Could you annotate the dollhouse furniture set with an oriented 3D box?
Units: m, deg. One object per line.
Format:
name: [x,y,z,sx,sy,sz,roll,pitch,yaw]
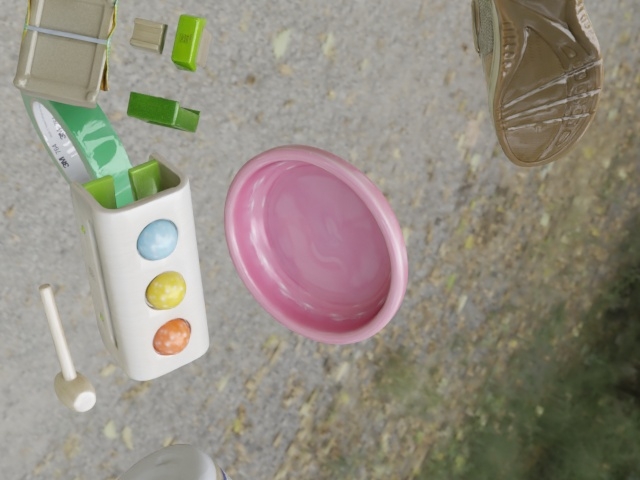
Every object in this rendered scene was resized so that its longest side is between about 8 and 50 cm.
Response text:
dollhouse furniture set: [-0.354,-0.317,1.742,0.151,0.301,0.198,-30,133,-84]

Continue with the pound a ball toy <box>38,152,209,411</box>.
pound a ball toy: [-0.252,0.076,1.300,0.208,0.135,0.319,-24,131,-28]

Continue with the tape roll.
tape roll: [-0.483,-0.196,2.021,0.077,0.321,0.321,-33,136,-21]

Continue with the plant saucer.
plant saucer: [0.000,0.000,1.581,0.084,0.332,0.332,-37,138,-47]

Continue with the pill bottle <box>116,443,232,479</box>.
pill bottle: [-0.073,0.248,0.741,0.112,0.112,0.187,-50,118,-22]

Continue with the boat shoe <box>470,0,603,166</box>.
boat shoe: [0.192,-0.202,0.939,0.109,0.098,0.302,-17,133,3]
